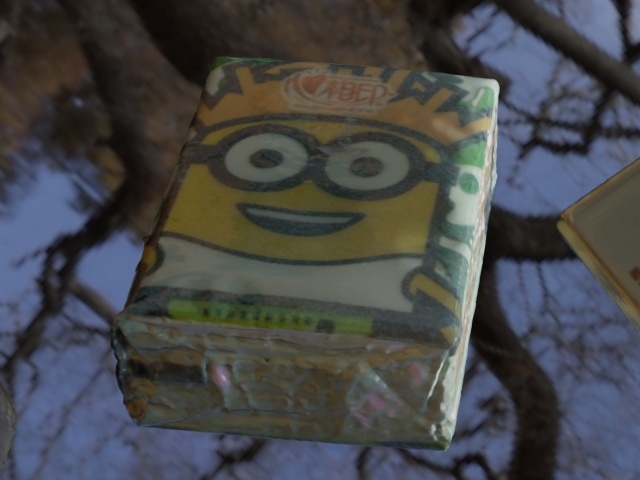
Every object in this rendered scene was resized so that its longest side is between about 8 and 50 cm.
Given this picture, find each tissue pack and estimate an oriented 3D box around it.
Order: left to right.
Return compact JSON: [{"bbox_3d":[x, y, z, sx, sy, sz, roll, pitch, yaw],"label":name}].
[{"bbox_3d":[0.000,0.000,1.355,0.228,0.128,0.310,5,-140,8],"label":"tissue pack"}]

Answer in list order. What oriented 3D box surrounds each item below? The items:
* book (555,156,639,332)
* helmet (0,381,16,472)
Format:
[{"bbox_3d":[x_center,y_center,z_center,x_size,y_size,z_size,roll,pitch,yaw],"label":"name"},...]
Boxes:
[{"bbox_3d":[0.374,-0.015,1.228,0.371,0.043,0.260,-34,-104,-14],"label":"book"},{"bbox_3d":[-0.245,0.073,0.747,0.154,0.198,0.253,-39,180,6],"label":"helmet"}]
